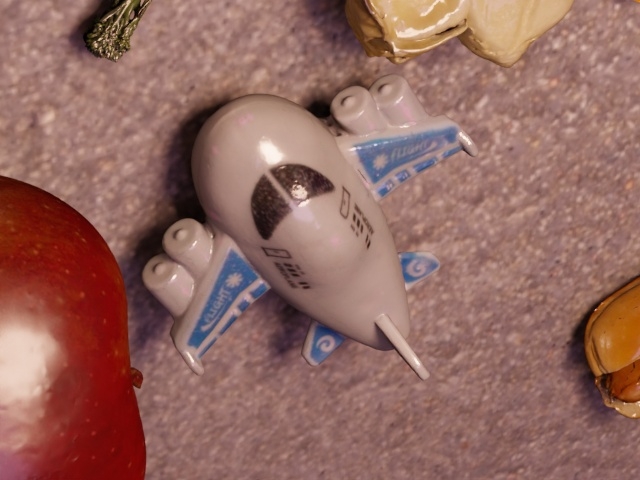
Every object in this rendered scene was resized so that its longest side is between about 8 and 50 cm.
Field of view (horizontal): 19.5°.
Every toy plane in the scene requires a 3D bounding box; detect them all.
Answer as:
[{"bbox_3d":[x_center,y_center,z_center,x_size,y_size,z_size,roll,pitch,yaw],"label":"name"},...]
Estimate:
[{"bbox_3d":[-0.003,-0.003,1.365,0.267,0.122,0.266,-14,124,-21],"label":"toy plane"}]

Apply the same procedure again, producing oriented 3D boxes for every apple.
[{"bbox_3d":[-0.258,0.095,1.187,0.317,0.288,0.288,-3,122,-19],"label":"apple"}]

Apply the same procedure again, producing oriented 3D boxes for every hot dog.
[{"bbox_3d":[0.383,0.037,1.628,0.337,0.100,0.135,-33,131,-6],"label":"hot dog"}]

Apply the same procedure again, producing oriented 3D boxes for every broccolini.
[{"bbox_3d":[-0.114,-0.182,1.242,0.030,0.035,0.140,30,95,-20],"label":"broccolini"}]

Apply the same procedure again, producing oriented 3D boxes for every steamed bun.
[{"bbox_3d":[0.088,-0.207,1.290,0.178,0.106,0.192,-25,122,-8],"label":"steamed bun"}]

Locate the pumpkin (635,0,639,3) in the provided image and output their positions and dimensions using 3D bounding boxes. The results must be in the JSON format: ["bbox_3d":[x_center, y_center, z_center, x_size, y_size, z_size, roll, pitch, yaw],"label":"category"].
[{"bbox_3d":[0.234,-0.212,1.419,0.083,0.028,0.050,14,115,-27],"label":"pumpkin"}]
